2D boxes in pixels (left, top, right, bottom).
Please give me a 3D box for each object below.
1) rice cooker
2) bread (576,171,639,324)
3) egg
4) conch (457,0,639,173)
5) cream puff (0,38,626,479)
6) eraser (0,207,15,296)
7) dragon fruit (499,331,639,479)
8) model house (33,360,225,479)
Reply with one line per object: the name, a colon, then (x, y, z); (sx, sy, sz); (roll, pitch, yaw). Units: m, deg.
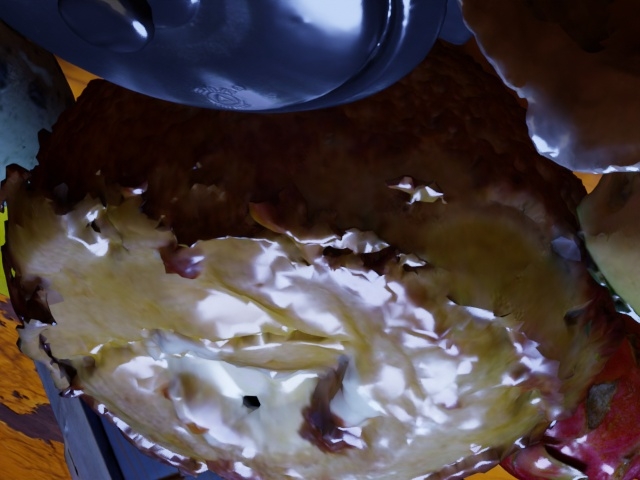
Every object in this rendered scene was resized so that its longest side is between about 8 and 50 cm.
rice cooker: (-0.046, -0.174, 0.769); (0.280, 0.227, 0.241); (27, 153, -11)
bread: (0.268, -0.003, 0.931); (0.252, 0.174, 0.133); (34, 148, -14)
egg: (-0.229, -0.087, 1.161); (0.182, 0.141, 0.141); (31, 152, -27)
conch: (0.179, -0.159, 0.665); (0.297, 0.352, 0.210); (-27, 174, 16)
cream puff: (0.000, 0.003, 1.064); (0.350, 0.228, 0.350); (11, 142, 8)
eraser: (-0.269, -0.044, 1.350); (0.226, 0.069, 0.158); (28, 150, -12)
dragon fruit: (0.156, 0.105, 1.245); (0.166, 0.133, 0.136); (44, 138, -18)
model house: (-0.063, 0.122, 1.307); (0.206, 0.271, 0.178); (-18, 153, -18)
